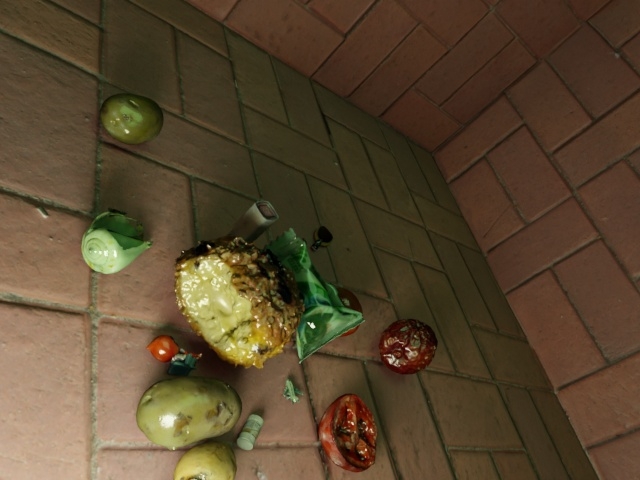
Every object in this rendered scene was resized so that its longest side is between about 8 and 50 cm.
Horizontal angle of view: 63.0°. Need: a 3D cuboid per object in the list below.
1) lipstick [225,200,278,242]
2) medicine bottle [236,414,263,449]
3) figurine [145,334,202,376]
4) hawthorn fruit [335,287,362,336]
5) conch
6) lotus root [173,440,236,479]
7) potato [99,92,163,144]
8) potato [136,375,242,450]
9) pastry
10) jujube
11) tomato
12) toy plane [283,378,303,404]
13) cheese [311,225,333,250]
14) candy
[{"bbox_3d":[-0.248,-0.025,1.708,0.079,0.253,0.077,-12,64,-55],"label":"lipstick"},{"bbox_3d":[-0.187,0.511,1.392,0.047,0.047,0.083,44,31,-9],"label":"medicine bottle"},{"bbox_3d":[-0.385,0.299,1.360,0.140,0.068,0.075,33,37,-15],"label":"figurine"},{"bbox_3d":[0.064,0.259,1.882,0.189,0.189,0.189,33,34,-26],"label":"hawthorn fruit"},{"bbox_3d":[-0.547,-0.009,1.419,0.143,0.137,0.250,43,31,-9],"label":"conch"},{"bbox_3d":[-0.263,0.530,1.183,0.125,0.118,0.221,16,3,13],"label":"lotus root"},{"bbox_3d":[-0.624,-0.414,1.759,0.251,0.159,0.174,-57,128,-67],"label":"potato"},{"bbox_3d":[-0.305,0.403,1.253,0.262,0.165,0.165,3,53,-42],"label":"potato"},{"bbox_3d":[-0.217,0.160,1.516,0.405,0.292,0.337,48,18,16],"label":"pastry"},{"bbox_3d":[0.343,0.407,2.038,0.213,0.213,0.232,57,27,13],"label":"jujube"},{"bbox_3d":[0.074,0.594,1.592,0.228,0.101,0.227,32,42,-34],"label":"tomato"},{"bbox_3d":[-0.090,0.461,1.589,0.080,0.033,0.083,11,40,-45],"label":"toy plane"},{"bbox_3d":[0.001,-0.001,2.214,0.086,0.036,0.162,49,31,-6],"label":"cheese"},{"bbox_3d":[-0.075,0.177,1.720,0.398,0.263,0.172,51,-5,1],"label":"candy"}]
